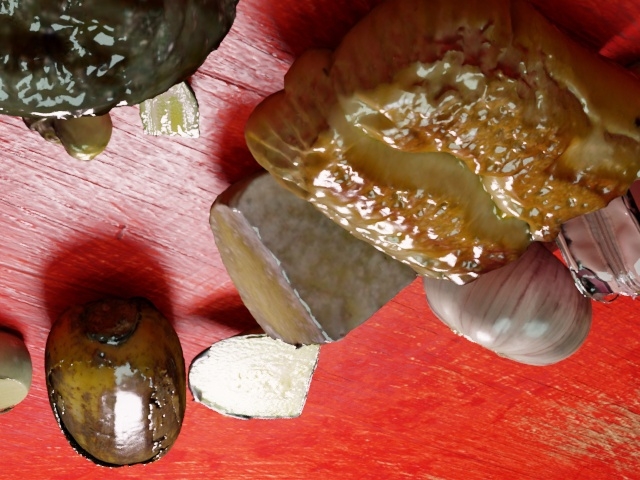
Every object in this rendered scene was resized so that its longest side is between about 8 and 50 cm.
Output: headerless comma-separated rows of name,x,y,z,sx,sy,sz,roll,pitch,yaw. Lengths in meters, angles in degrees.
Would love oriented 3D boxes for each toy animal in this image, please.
toy animal,-0.271,-0.173,1.552,0.168,0.121,0.233,-13,150,33

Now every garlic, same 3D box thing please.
garlic,0.271,0.036,2.027,0.253,0.245,0.245,-55,139,3

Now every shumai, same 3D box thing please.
shumai,-0.239,-0.319,1.124,0.395,0.395,0.348,-1,130,-11

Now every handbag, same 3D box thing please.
handbag,0.361,-0.025,1.892,0.116,0.205,0.179,-25,180,29

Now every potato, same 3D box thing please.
potato,-0.019,-0.016,1.926,0.264,0.211,0.189,54,162,-23

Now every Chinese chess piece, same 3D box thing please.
Chinese chess piece,-0.503,0.185,2.185,0.188,0.083,0.188,-6,155,-3

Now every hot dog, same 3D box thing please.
hot dog,0.121,-0.123,1.661,0.367,0.196,0.365,-34,145,30

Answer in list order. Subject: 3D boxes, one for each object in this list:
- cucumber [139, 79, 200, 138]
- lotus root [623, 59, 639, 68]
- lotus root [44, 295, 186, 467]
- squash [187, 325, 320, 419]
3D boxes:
cucumber,-0.164,-0.156,1.683,0.067,0.035,0.107,5,146,0
lotus root,0.370,-0.160,1.761,0.183,0.077,0.090,-23,148,30
lotus root,-0.284,0.202,2.178,0.195,0.179,0.397,9,148,5
squash,-0.103,0.171,2.247,0.184,0.085,0.192,5,133,-12
